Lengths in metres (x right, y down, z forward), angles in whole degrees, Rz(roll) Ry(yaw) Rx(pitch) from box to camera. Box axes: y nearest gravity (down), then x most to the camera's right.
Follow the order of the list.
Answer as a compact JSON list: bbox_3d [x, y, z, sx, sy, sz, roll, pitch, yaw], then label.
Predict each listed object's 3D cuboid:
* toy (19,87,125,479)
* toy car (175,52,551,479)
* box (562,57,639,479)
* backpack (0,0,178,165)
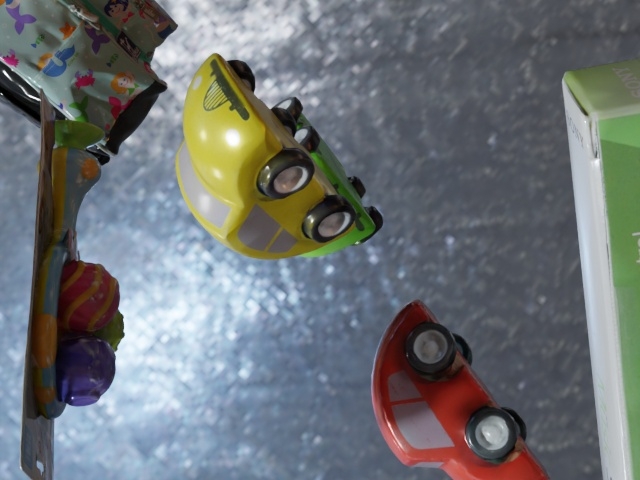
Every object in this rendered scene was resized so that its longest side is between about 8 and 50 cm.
[{"bbox_3d":[-0.153,0.037,1.067,0.056,0.237,0.137,-3,163,-1],"label":"toy"},{"bbox_3d":[0.000,0.000,0.754,0.053,0.225,0.239,-36,113,5],"label":"toy car"},{"bbox_3d":[0.262,0.023,0.640,0.322,0.058,0.232,-10,113,-2],"label":"box"},{"bbox_3d":[-0.280,-0.216,1.639,0.253,0.191,0.225,32,-179,-33],"label":"backpack"}]
